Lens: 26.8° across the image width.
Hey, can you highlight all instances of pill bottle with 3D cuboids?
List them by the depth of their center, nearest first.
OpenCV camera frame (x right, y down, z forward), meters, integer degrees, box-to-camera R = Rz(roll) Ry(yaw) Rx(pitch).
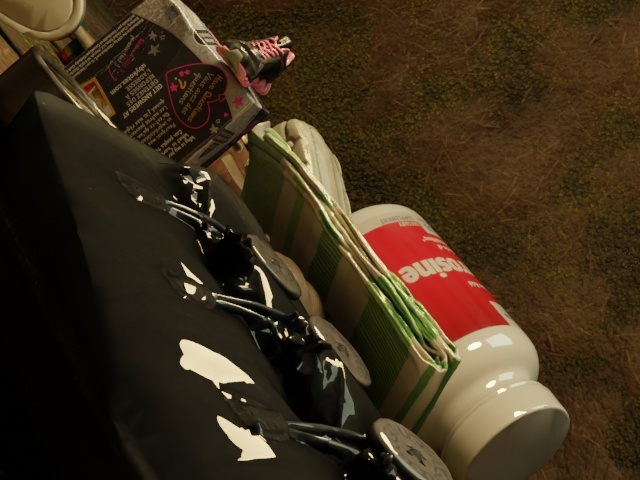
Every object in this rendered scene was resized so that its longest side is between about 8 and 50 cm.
[{"bbox_3d":[0.156,0.153,1.881,0.407,0.229,0.229,51,3,36],"label":"pill bottle"}]

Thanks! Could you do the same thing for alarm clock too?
[{"bbox_3d":[-0.195,-0.086,1.024,0.129,0.064,0.192,48,5,-25],"label":"alarm clock"}]

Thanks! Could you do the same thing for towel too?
[{"bbox_3d":[0.014,0.058,1.425,0.325,0.038,0.248,51,-25,19],"label":"towel"}]

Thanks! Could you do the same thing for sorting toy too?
[{"bbox_3d":[-0.265,-0.191,1.691,0.132,0.046,0.274,48,2,-43],"label":"sorting toy"}]

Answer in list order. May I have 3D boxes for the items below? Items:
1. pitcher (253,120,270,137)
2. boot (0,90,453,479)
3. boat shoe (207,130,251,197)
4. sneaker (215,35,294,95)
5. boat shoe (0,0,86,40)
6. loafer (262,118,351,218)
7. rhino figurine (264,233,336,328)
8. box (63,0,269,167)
[{"bbox_3d":[-0.082,-0.032,1.828,0.178,0.125,0.207,-42,-108,51],"label":"pitcher"},{"bbox_3d":[0.020,0.149,0.573,0.367,0.146,0.445,50,-3,-36],"label":"boot"},{"bbox_3d":[-0.120,-0.092,1.600,0.123,0.116,0.324,27,-3,10],"label":"boat shoe"},{"bbox_3d":[-0.053,-0.165,1.189,0.047,0.057,0.119,55,9,5],"label":"sneaker"},{"bbox_3d":[-0.348,-0.325,1.431,0.319,0.116,0.099,45,5,15],"label":"boat shoe"},{"bbox_3d":[0.000,0.000,1.676,0.111,0.112,0.319,23,53,-52],"label":"loafer"},{"bbox_3d":[-0.024,0.090,1.379,0.106,0.073,0.243,45,-10,48],"label":"rhino figurine"},{"bbox_3d":[-0.154,-0.132,1.313,0.142,0.163,0.247,51,2,-3],"label":"box"}]
